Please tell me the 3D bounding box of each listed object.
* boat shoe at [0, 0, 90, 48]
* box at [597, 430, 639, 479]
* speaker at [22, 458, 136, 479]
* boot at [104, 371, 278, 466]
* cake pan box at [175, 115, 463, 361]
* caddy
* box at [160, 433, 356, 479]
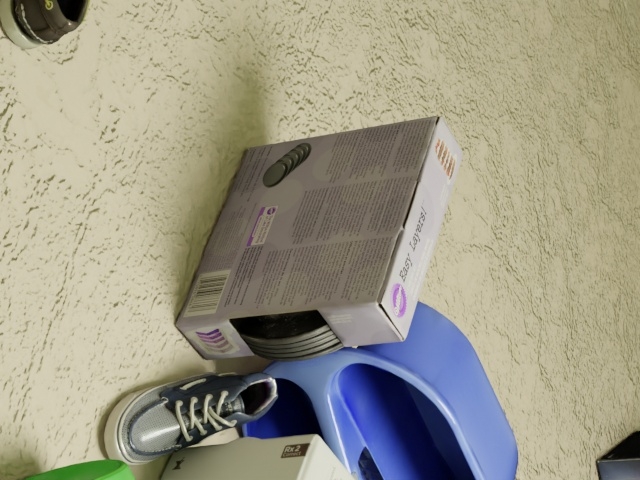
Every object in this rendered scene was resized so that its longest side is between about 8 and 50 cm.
[{"bbox_3d":[-0.241,-0.288,1.543,0.081,0.068,0.228,30,58,-51],"label":"boat shoe"},{"bbox_3d":[0.600,0.434,2.447,0.183,0.296,0.294,-19,98,-58],"label":"box"},{"bbox_3d":[-0.186,0.345,1.416,0.131,0.131,0.296,-18,97,-57],"label":"speaker"},{"bbox_3d":[-0.122,0.164,1.595,0.190,0.086,0.069,-27,105,-56],"label":"boot"},{"bbox_3d":[0.000,0.000,1.680,0.070,0.246,0.267,52,41,-36],"label":"cake pan box"},{"bbox_3d":[0.064,0.229,1.731,0.341,0.241,0.179,63,30,-24],"label":"caddy"},{"bbox_3d":[-0.071,0.291,1.554,0.119,0.181,0.182,52,43,-32],"label":"box"}]
